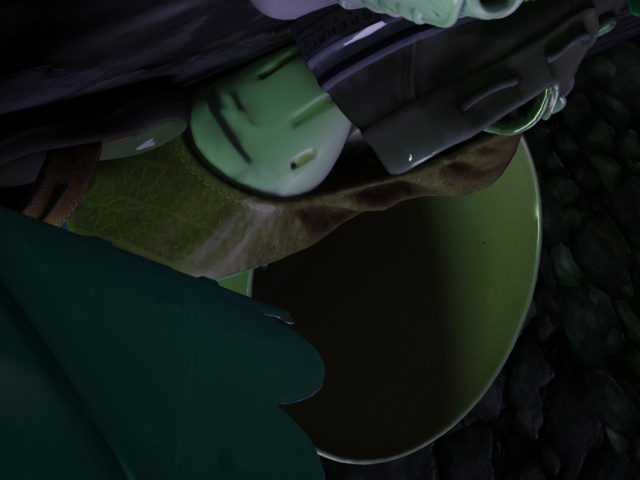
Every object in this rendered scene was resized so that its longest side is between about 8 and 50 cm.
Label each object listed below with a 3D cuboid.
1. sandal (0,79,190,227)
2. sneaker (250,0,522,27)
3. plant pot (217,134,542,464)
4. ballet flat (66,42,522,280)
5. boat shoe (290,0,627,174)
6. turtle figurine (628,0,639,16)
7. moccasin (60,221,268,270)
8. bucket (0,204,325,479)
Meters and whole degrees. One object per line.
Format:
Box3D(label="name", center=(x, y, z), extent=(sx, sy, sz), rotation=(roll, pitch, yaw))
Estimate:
Box3D(label="sandal", center=(-0.142, -0.023, 0.710), extent=(0.090, 0.060, 0.219), rotation=(-22, -179, 41))
Box3D(label="sneaker", center=(0.026, -0.089, 0.454), extent=(0.054, 0.061, 0.152), rotation=(-25, -176, -36))
Box3D(label="plant pot", center=(0.000, 0.000, 1.109), extent=(0.284, 0.284, 0.191), rotation=(-23, -153, -35))
Box3D(label="ballet flat", center=(0.011, -0.065, 0.876), extent=(0.342, 0.116, 0.124), rotation=(-13, 153, -39))
Box3D(label="boat shoe", center=(0.090, -0.101, 0.803), extent=(0.109, 0.094, 0.302), rotation=(-22, -179, 38))
Box3D(label="turtle figurine", center=(0.274, -0.168, 0.923), extent=(0.175, 0.118, 0.234), rotation=(-38, 166, 25))
Box3D(label="moccasin", center=(-0.102, -0.030, 1.359), extent=(0.342, 0.137, 0.117), rotation=(-8, 180, -21))
Box3D(label="bucket", center=(-0.144, 0.105, 0.492), extent=(0.281, 0.183, 0.281), rotation=(-50, -157, 31))
